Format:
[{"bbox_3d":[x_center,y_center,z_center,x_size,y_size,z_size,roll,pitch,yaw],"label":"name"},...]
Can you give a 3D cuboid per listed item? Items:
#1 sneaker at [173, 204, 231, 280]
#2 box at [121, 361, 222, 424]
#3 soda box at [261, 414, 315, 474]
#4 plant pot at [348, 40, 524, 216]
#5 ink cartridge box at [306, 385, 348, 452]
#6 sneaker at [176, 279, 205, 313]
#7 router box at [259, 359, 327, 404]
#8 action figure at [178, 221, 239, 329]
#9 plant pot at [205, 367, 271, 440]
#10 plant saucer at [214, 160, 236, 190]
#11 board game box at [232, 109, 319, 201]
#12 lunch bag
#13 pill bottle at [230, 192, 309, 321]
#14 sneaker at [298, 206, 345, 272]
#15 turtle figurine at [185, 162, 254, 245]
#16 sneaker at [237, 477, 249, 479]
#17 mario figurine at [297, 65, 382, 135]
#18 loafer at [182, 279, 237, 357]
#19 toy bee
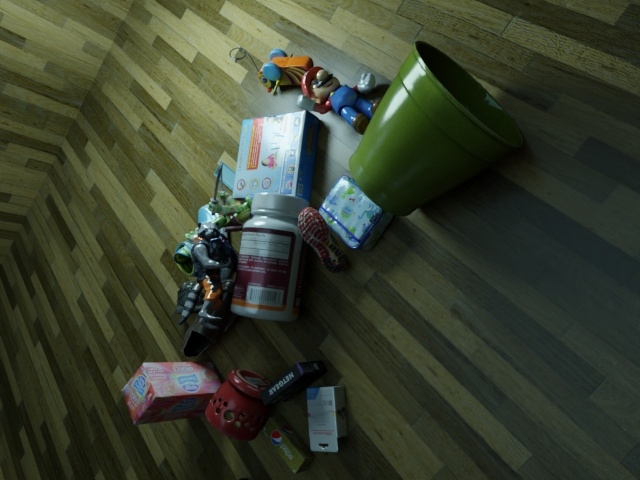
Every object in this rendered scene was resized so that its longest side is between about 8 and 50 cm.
[{"bbox_3d":[-0.458,-0.003,1.808,0.127,0.208,0.319,-35,62,37],"label":"sneaker"},{"bbox_3d":[-0.507,0.526,1.686,0.154,0.300,0.142,-49,55,16],"label":"box"},{"bbox_3d":[-0.103,0.641,1.523,0.181,0.058,0.061,39,104,34],"label":"soda box"},{"bbox_3d":[0.269,-0.261,1.282,0.353,0.366,0.366,-46,58,34],"label":"plant pot"},{"bbox_3d":[0.021,0.534,1.451,0.104,0.061,0.181,-13,73,34],"label":"ink cartridge box"},{"bbox_3d":[-0.477,0.214,1.859,0.227,0.087,0.130,-11,81,40],"label":"sneaker"},{"bbox_3d":[-0.083,0.442,1.501,0.179,0.133,0.046,-43,60,21],"label":"router box"},{"bbox_3d":[-0.356,0.092,1.502,0.178,0.341,0.330,-2,72,-1],"label":"action figure"},{"bbox_3d":[-0.256,0.527,1.580,0.191,0.191,0.174,26,89,36],"label":"plant pot"},{"bbox_3d":[-0.352,-0.244,1.903,0.192,0.018,0.067,39,104,34],"label":"plant saucer"},{"bbox_3d":[-0.164,-0.291,1.732,0.301,0.086,0.308,3,83,36],"label":"board game box"},{"bbox_3d":[0.104,-0.081,1.498,0.219,0.090,0.176,47,111,34],"label":"lunch bag"},{"bbox_3d":[-0.156,0.054,1.574,0.224,0.224,0.392,4,83,36],"label":"pill bottle"},{"bbox_3d":[0.000,0.000,1.513,0.088,0.093,0.225,-28,91,3],"label":"sneaker"},{"bbox_3d":[-0.366,-0.115,1.667,0.266,0.275,0.198,-43,40,1],"label":"turtle figurine"},{"bbox_3d":[-0.190,0.854,1.518,0.276,0.097,0.135,20,95,38],"label":"sneaker"},{"bbox_3d":[0.053,-0.475,1.550,0.320,0.198,0.170,39,126,29],"label":"mario figurine"},{"bbox_3d":[-0.382,0.298,1.727,0.366,0.133,0.130,-56,12,24],"label":"loafer"},{"bbox_3d":[-0.161,-0.623,1.780,0.298,0.162,0.195,33,69,23],"label":"toy bee"}]
